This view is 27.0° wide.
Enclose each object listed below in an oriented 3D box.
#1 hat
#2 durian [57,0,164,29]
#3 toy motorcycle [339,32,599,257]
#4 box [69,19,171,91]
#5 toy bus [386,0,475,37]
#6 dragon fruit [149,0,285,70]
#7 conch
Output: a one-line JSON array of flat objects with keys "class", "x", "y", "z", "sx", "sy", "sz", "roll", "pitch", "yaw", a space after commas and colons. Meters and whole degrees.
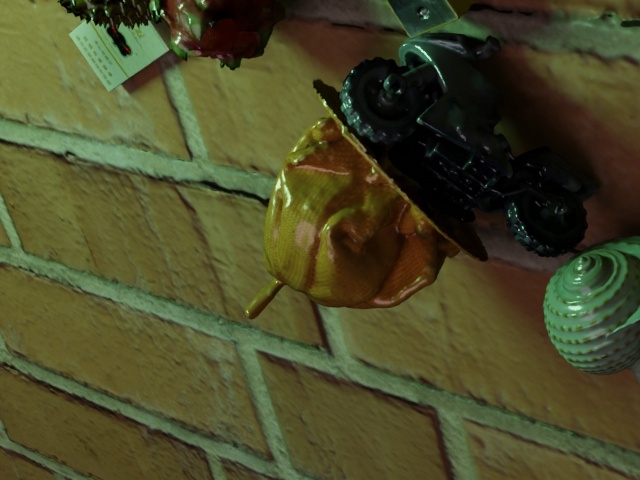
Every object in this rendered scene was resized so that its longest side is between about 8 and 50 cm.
[{"class": "hat", "x": 0.000, "y": 0.000, "z": 1.351, "sx": 0.244, "sy": 0.233, "sz": 0.233, "roll": 28, "pitch": -157, "yaw": -53}, {"class": "durian", "x": -0.252, "y": -0.334, "z": 1.462, "sx": 0.237, "sy": 0.138, "sz": 0.193, "roll": 28, "pitch": 140, "yaw": 28}, {"class": "toy motorcycle", "x": 0.150, "y": -0.102, "z": 1.268, "sx": 0.270, "sy": 0.159, "sz": 0.106, "roll": 34, "pitch": 146, "yaw": -6}, {"class": "box", "x": -0.242, "y": -0.247, "z": 1.628, "sx": 0.167, "sy": 0.024, "sz": 0.090, "roll": -21, "pitch": 106, "yaw": 54}, {"class": "toy bus", "x": 0.063, "y": -0.300, "z": 1.215, "sx": 0.081, "sy": 0.074, "sz": 0.226, "roll": -16, "pitch": 111, "yaw": 53}, {"class": "dragon fruit", "x": -0.099, "y": -0.286, "z": 1.362, "sx": 0.137, "sy": 0.135, "sz": 0.236, "roll": 34, "pitch": 125, "yaw": 29}, {"class": "conch", "x": 0.305, "y": 0.063, "z": 1.250, "sx": 0.172, "sy": 0.131, "sz": 0.200, "roll": -22, "pitch": 148, "yaw": 31}]
